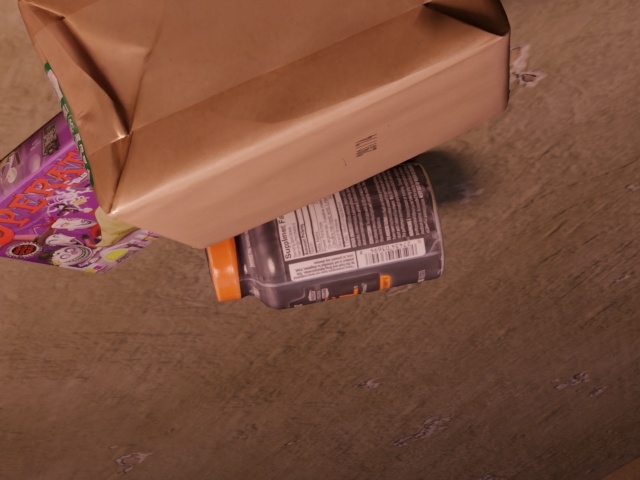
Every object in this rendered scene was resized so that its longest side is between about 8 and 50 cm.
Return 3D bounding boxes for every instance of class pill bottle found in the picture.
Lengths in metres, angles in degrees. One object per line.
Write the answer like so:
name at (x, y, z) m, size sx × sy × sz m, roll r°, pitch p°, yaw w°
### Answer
pill bottle at (0.000, 0.000, 1.644) m, size 0.246 × 0.130 × 0.130 m, roll -11°, pitch 156°, yaw -4°

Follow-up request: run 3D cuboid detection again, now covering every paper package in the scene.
paper package at (-0.022, -0.131, 1.149) m, size 0.310 × 0.168 × 0.325 m, roll -25°, pitch 173°, yaw 4°

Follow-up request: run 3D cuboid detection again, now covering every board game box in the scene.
board game box at (-0.189, -0.069, 1.497) m, size 0.208 × 0.056 × 0.347 m, roll 16°, pitch 143°, yaw -42°
